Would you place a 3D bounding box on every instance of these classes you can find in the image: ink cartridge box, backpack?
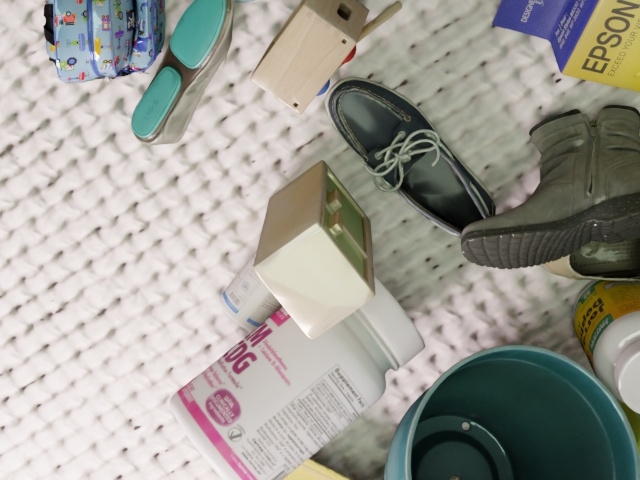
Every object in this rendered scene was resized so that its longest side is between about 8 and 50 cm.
[{"bbox_3d":[0.369,-0.278,1.231,0.307,0.072,0.304,10,146,-4],"label":"ink cartridge box"},{"bbox_3d":[-0.240,-0.249,1.282,0.116,0.173,0.158,3,107,0],"label":"backpack"}]

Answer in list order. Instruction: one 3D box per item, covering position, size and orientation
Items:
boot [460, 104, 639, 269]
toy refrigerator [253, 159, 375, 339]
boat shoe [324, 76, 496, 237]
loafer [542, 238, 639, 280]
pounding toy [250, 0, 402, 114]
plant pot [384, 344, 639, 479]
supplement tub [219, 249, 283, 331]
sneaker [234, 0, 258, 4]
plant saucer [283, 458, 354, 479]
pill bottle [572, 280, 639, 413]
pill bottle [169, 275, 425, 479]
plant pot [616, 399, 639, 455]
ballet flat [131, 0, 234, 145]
[{"bbox_3d":[0.268,-0.065,1.353,0.246,0.161,0.083,-12,150,0],"label":"boot"},{"bbox_3d":[0.000,0.000,1.306,0.094,0.269,0.102,-35,103,12],"label":"toy refrigerator"},{"bbox_3d":[0.107,-0.092,1.373,0.095,0.079,0.254,-41,103,13],"label":"boat shoe"},{"bbox_3d":[0.397,0.004,1.390,0.268,0.092,0.102,-13,107,6],"label":"loafer"},{"bbox_3d":[0.009,-0.226,1.317,0.100,0.141,0.130,35,120,-9],"label":"pounding toy"},{"bbox_3d":[0.194,0.280,1.373,0.271,0.255,0.272,4,74,-12],"label":"plant pot"},{"bbox_3d":[-0.067,0.054,1.429,0.071,0.071,0.107,38,105,-10],"label":"supplement tub"},{"bbox_3d":[-0.032,-0.343,1.205,0.127,0.208,0.319,44,121,-10],"label":"sneaker"},{"bbox_3d":[-0.005,0.446,1.549,0.332,0.081,0.333,28,106,-7],"label":"plant saucer"},{"bbox_3d":[0.371,0.123,1.368,0.117,0.208,0.118,0,108,1],"label":"pill bottle"},{"bbox_3d":[-0.024,0.164,1.390,0.283,0.160,0.160,-39,104,-6],"label":"pill bottle"},{"bbox_3d":[0.440,0.304,1.423,0.227,0.228,0.207,7,100,-1],"label":"plant pot"},{"bbox_3d":[-0.148,-0.200,1.350,0.072,0.068,0.213,48,116,26],"label":"ballet flat"}]
